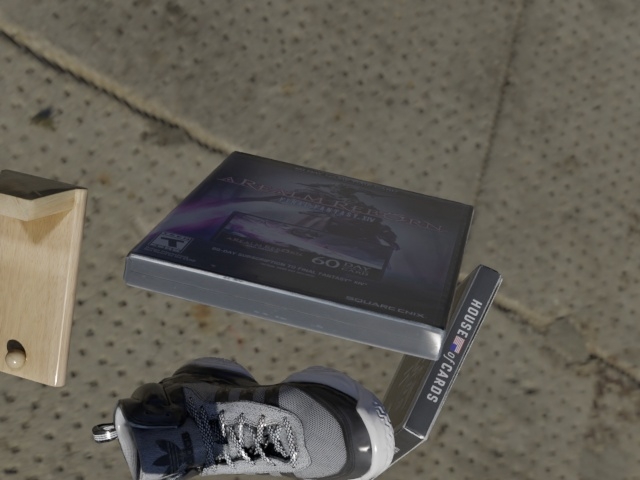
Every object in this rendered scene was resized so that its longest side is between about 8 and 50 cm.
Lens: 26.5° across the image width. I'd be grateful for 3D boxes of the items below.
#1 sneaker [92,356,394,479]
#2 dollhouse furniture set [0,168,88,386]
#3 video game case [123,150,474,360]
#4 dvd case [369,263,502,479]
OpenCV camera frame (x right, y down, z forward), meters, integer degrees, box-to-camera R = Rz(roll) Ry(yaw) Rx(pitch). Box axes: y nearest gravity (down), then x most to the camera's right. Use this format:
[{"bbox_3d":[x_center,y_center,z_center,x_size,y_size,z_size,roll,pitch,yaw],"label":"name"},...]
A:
[{"bbox_3d":[-0.073,0.168,1.134,0.153,0.268,0.101,-19,106,-43],"label":"sneaker"},{"bbox_3d":[-0.238,0.025,0.765,0.151,0.144,0.123,-25,126,-67],"label":"dollhouse furniture set"},{"bbox_3d":[0.000,0.000,0.930,0.196,0.274,0.026,13,110,6],"label":"video game case"},{"bbox_3d":[0.099,0.137,1.336,0.029,0.239,0.179,28,68,0],"label":"dvd case"}]
